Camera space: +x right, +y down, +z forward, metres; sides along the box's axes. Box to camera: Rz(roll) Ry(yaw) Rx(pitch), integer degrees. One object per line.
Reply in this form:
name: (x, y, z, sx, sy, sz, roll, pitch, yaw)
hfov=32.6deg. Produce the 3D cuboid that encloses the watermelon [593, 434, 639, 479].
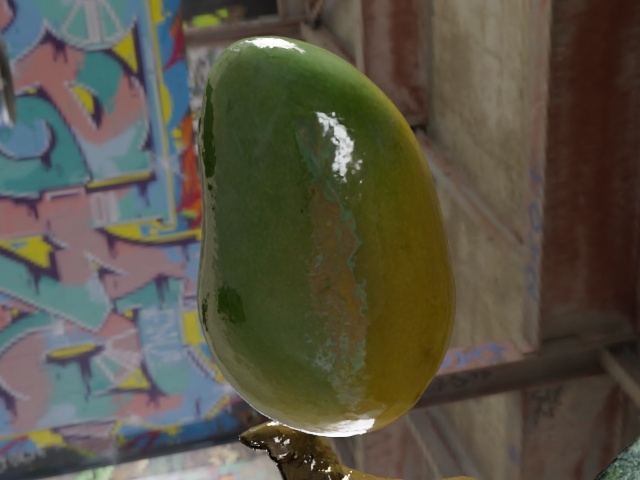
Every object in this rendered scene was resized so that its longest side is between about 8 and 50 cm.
watermelon: (0.342, 0.248, 0.910, 0.256, 0.193, 0.139, 45, 7, -45)

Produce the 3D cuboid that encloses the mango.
mango: (0.000, 0.000, 0.662, 0.114, 0.157, 0.251, -56, 141, -73)

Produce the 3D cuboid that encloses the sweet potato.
sweet potato: (0.038, 0.296, 1.298, 0.098, 0.310, 0.124, -107, -139, -74)
